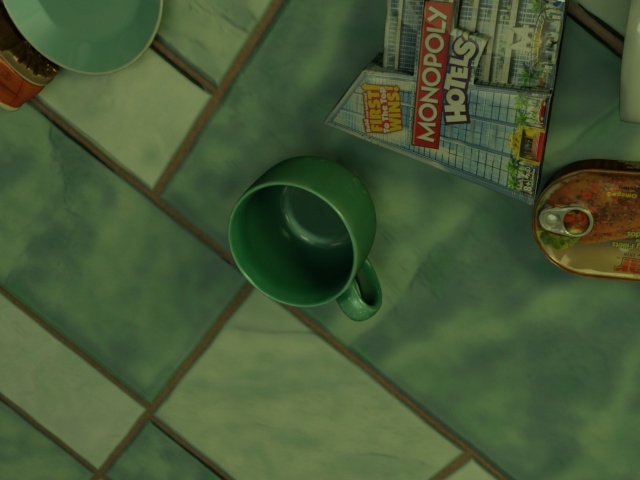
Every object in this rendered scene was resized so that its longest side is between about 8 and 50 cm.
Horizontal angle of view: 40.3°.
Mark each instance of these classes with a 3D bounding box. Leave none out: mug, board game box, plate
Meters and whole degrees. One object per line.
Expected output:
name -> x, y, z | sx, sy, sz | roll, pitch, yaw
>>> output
mug -> -0.009, -0.004, 0.843 | 0.129, 0.097, 0.158 | -1, 117, 22
board game box -> 0.102, -0.143, 0.747 | 0.194, 0.060, 0.194 | 10, 120, 16
plate -> -0.231, -0.254, 0.842 | 0.188, 0.024, 0.188 | 10, 120, 18

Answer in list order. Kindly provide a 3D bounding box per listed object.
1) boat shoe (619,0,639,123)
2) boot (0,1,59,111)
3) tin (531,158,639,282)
boat shoe -> 0.270, -0.192, 0.639 | 0.075, 0.083, 0.226 | 9, 119, 18
boot -> -0.352, -0.205, 0.899 | 0.158, 0.059, 0.084 | 48, 128, -9
tin -> 0.282, -0.015, 0.758 | 0.189, 0.040, 0.106 | 6, 115, 19
